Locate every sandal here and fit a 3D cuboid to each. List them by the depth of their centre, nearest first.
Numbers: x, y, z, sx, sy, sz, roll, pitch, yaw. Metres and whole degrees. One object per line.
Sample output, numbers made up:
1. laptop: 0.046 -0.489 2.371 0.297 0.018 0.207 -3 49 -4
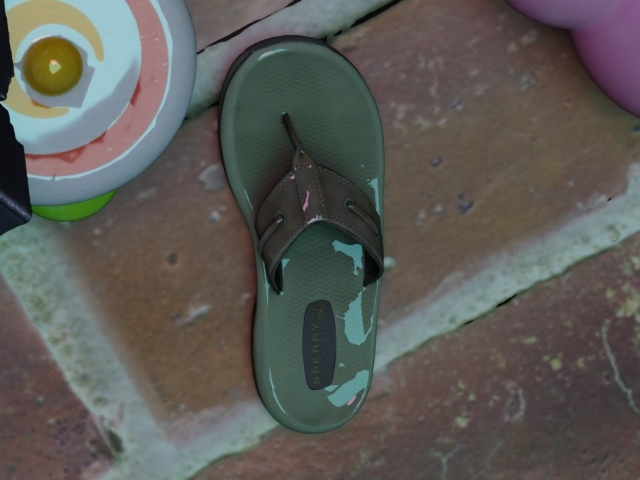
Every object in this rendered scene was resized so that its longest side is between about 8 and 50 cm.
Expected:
1. sandal: 0.002 0.001 1.282 0.120 0.086 0.303 -11 107 -13

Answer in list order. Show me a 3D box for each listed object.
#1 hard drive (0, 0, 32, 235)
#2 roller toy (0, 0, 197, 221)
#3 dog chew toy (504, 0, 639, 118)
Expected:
1. hard drive: -0.336 -0.056 1.046 0.338 0.237 0.064 -22 148 17
2. roller toy: -0.183 -0.124 1.163 0.209 0.146 0.191 34 93 -21
3. dog chew toy: 0.202 -0.220 1.226 0.331 0.206 0.207 32 94 -13
